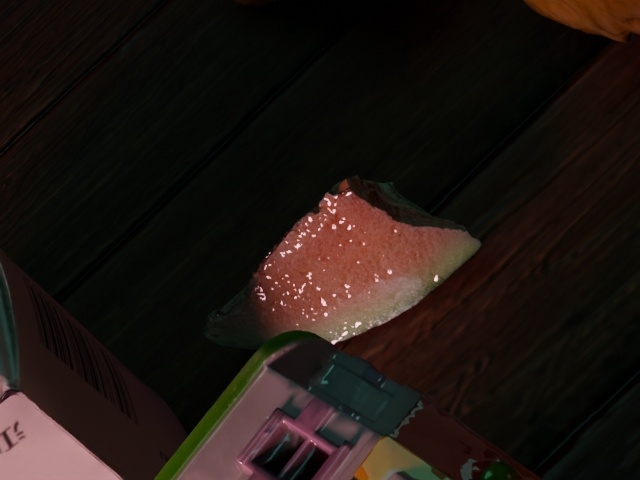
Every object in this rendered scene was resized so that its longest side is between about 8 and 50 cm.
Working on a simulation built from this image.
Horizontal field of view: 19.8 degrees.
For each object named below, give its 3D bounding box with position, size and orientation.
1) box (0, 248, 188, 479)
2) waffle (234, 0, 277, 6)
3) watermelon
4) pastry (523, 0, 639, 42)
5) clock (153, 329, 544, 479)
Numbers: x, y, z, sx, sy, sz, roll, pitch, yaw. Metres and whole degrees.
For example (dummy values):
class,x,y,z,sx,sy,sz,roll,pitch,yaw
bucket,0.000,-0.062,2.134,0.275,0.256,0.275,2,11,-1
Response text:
class,x,y,z,sx,sy,sz,roll,pitch,yaw
box,-0.241,0.178,0.990,0.333,0.173,0.145,-38,35,7
waffle,0.022,-0.261,1.186,0.221,0.055,0.248,-63,18,-6
watermelon,0.003,0.009,1.022,0.155,0.080,0.101,-47,25,21
pastry,0.227,-0.246,0.987,0.356,0.164,0.356,-25,36,19
clock,0.035,0.195,0.727,0.235,0.166,0.309,-52,39,-10
